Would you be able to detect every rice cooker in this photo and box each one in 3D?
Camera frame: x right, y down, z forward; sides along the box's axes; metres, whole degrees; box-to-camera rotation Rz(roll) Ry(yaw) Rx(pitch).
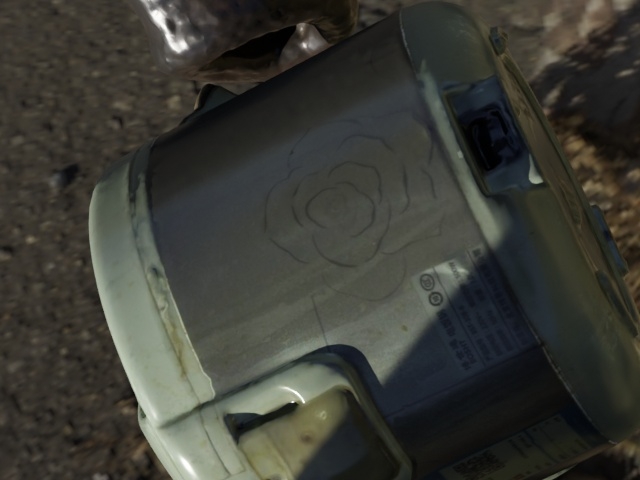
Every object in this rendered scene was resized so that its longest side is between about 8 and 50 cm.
[{"bbox_3d":[0.025,0.035,0.970,0.277,0.288,0.288,-27,90,11],"label":"rice cooker"}]

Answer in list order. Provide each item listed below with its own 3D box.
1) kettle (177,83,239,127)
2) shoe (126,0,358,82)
[{"bbox_3d":[0.000,0.000,1.359,0.255,0.165,0.240,6,84,20],"label":"kettle"},{"bbox_3d":[-0.124,-0.250,1.404,0.171,0.384,0.237,-32,63,28],"label":"shoe"}]
